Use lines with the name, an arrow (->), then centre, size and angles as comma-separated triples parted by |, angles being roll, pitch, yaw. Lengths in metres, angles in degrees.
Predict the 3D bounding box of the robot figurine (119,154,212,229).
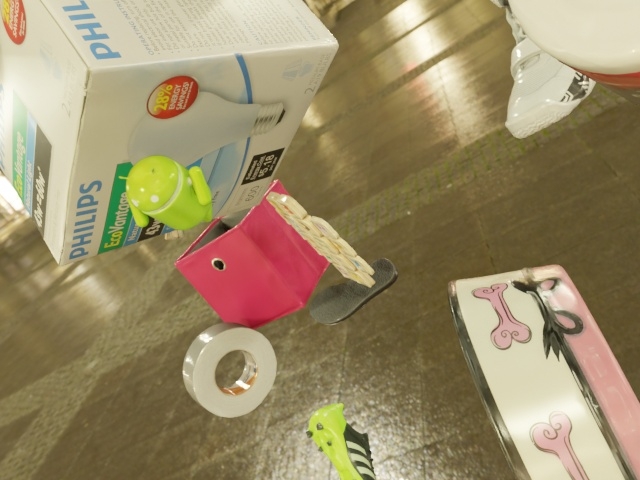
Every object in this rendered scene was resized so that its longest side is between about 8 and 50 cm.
robot figurine -> -0.169, -0.053, 0.683 | 0.101, 0.115, 0.067 | -14, 66, 21

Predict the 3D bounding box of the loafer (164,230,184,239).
loafer -> -0.292, -0.058, 1.156 | 0.039, 0.125, 0.045 | -15, 23, -8

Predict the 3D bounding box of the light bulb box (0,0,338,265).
light bulb box -> -0.229, -0.195, 0.862 | 0.361, 0.225, 0.358 | -22, -24, -39

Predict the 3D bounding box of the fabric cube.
fabric cube -> -0.164, 0.048, 1.575 | 0.254, 0.258, 0.259 | -27, 18, 33

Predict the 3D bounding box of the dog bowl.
dog bowl -> 0.324, 0.211, 0.806 | 0.150, 0.408, 0.408 | -26, 21, 17

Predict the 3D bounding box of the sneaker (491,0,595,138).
sneaker -> 0.335, -0.332, 0.961 | 0.365, 0.210, 0.137 | -55, 14, -29

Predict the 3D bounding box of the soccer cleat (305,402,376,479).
soccer cleat -> 0.049, 0.298, 0.803 | 0.072, 0.178, 0.060 | -17, -17, -48

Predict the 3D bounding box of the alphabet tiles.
alphabet tiles -> 0.000, 0.000, 1.327 | 0.021, 0.284, 0.278 | -49, 24, -9

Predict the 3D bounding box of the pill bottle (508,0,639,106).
pill bottle -> 0.299, -0.192, 0.488 | 0.176, 0.176, 0.319 | -17, -13, 43

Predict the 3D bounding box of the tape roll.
tape roll -> -0.218, 0.312, 1.479 | 0.219, 0.219, 0.072 | -44, 24, -21

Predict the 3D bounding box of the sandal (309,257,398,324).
sandal -> 0.088, 0.140, 1.539 | 0.255, 0.054, 0.097 | -30, 60, 16
